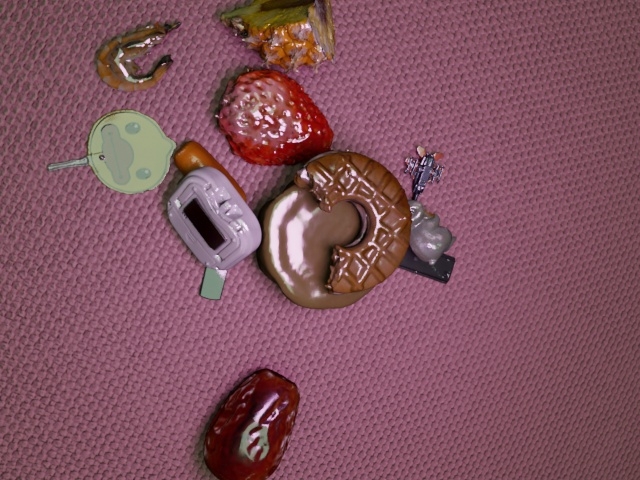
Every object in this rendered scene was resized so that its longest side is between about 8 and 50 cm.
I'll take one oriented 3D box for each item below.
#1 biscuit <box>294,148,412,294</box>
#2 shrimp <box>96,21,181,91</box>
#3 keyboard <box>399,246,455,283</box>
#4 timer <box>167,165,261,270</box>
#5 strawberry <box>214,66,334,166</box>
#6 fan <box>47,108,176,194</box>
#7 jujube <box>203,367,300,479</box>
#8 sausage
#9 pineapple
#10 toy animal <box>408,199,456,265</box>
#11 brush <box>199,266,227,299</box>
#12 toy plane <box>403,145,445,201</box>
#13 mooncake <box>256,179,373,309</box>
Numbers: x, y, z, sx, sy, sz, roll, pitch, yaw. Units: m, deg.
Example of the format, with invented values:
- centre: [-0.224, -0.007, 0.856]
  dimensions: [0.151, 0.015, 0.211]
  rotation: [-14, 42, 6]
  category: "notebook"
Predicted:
- centre: [0.096, -0.056, 1.419]
  dimensions: [0.268, 0.115, 0.366]
  rotation: [-15, 100, -17]
  category: "biscuit"
- centre: [-0.463, -0.482, 1.477]
  dimensions: [0.254, 0.059, 0.145]
  rotation: [-25, 102, -9]
  category: "shrimp"
- centre: [0.300, 0.061, 1.705]
  dimensions: [0.230, 0.025, 0.094]
  rotation: [20, 89, -13]
  category: "keyboard"
- centre: [-0.286, -0.051, 1.462]
  dimensions: [0.262, 0.237, 0.087]
  rotation: [53, 45, -2]
  category: "timer"
- centre: [-0.111, -0.324, 1.521]
  dimensions: [0.336, 0.149, 0.265]
  rotation: [22, 88, -14]
  category: "strawberry"
- centre: [-0.556, -0.230, 1.502]
  dimensions: [0.334, 0.011, 0.230]
  rotation: [-13, 97, -13]
  category: "fan"
- centre: [-0.184, 0.522, 1.557]
  dimensions: [0.223, 0.223, 0.318]
  rotation: [31, 80, -13]
  category: "jujube"
- centre: [-0.299, -0.166, 1.523]
  dimensions: [0.098, 0.098, 0.238]
  rotation: [-43, 101, -6]
  category: "sausage"
- centre: [-0.106, -0.538, 1.503]
  dimensions: [0.286, 0.344, 0.209]
  rotation: [-6, 131, 18]
  category: "pineapple"
- centre: [0.274, -0.052, 1.630]
  dimensions: [0.251, 0.127, 0.125]
  rotation: [45, 106, -2]
  category: "toy animal"
- centre: [-0.292, 0.073, 1.582]
  dimensions: [0.062, 0.016, 0.194]
  rotation: [14, 92, -14]
  category: "brush"
- centre: [0.301, -0.179, 1.666]
  dimensions: [0.130, 0.061, 0.189]
  rotation: [14, 92, -14]
  category: "toy plane"
- centre: [0.000, 0.000, 1.555]
  dimensions: [0.378, 0.201, 0.379]
  rotation: [-2, 95, -17]
  category: "mooncake"
